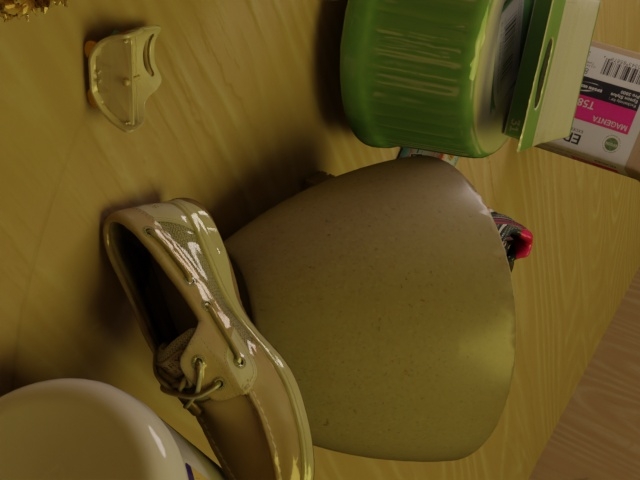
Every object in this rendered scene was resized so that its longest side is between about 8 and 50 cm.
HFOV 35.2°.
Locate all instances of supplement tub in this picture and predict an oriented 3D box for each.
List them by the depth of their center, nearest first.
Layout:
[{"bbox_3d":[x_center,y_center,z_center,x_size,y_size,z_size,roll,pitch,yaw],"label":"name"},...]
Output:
[{"bbox_3d":[-0.178,0.285,0.894,0.241,0.241,0.331,-58,152,-18],"label":"supplement tub"}]

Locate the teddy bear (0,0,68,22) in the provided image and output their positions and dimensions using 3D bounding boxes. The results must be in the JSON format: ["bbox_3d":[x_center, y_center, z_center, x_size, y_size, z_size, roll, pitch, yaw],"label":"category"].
[{"bbox_3d":[-0.176,-0.254,0.595,0.338,0.113,0.245,-51,134,-48],"label":"teddy bear"}]

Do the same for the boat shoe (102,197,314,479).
[{"bbox_3d":[-0.105,0.105,0.891,0.109,0.302,0.098,-32,168,37],"label":"boat shoe"}]

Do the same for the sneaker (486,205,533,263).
[{"bbox_3d":[0.232,0.026,1.587,0.299,0.112,0.121,-36,140,-45],"label":"sneaker"}]

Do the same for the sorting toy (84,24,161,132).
[{"bbox_3d":[-0.153,-0.143,0.829,0.075,0.044,0.083,-43,145,-51],"label":"sorting toy"}]

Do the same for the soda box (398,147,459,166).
[{"bbox_3d":[0.130,-0.074,1.374,0.183,0.063,0.058,-65,154,-2],"label":"soda box"}]

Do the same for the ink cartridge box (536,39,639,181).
[{"bbox_3d":[0.473,-0.226,1.696,0.088,0.234,0.193,18,94,-63],"label":"ink cartridge box"}]

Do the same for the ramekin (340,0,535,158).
[{"bbox_3d":[0.156,-0.239,1.153,0.303,0.148,0.303,-46,145,-46],"label":"ramekin"}]

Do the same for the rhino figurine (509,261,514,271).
[{"bbox_3d":[0.260,0.079,1.720,0.243,0.073,0.106,-34,145,-50],"label":"rhino figurine"}]

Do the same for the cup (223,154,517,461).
[{"bbox_3d":[0.011,0.082,1.053,0.237,0.331,0.331,-5,120,-25],"label":"cup"}]

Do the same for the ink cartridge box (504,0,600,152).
[{"bbox_3d":[0.248,-0.193,1.130,0.235,0.056,0.171,-19,122,-60],"label":"ink cartridge box"}]

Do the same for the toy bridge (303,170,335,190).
[{"bbox_3d":[0.000,0.000,1.234,0.063,0.026,0.188,-36,141,-47],"label":"toy bridge"}]
